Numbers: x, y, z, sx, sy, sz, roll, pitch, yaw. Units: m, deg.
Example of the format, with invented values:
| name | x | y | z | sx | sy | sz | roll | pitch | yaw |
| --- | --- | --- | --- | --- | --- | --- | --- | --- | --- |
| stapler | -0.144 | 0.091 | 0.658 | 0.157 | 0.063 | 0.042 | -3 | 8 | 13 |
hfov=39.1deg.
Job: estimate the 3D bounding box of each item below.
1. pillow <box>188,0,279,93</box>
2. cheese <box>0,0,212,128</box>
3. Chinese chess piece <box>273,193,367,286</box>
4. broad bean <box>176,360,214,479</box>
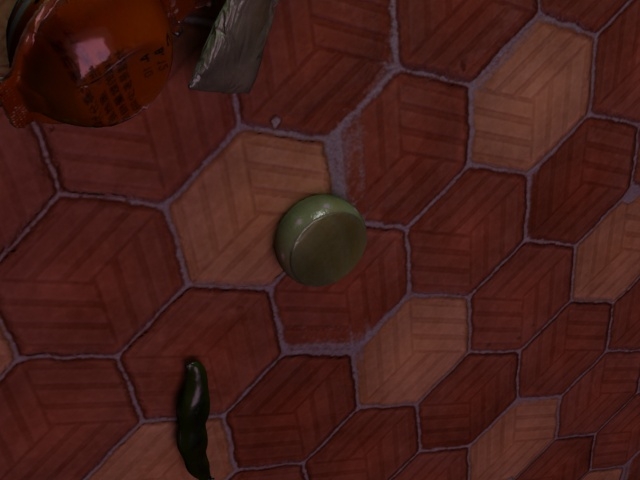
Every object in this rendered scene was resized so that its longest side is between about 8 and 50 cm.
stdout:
| name | x | y | z | sx | sy | sz | roll | pitch | yaw |
| --- | --- | --- | --- | --- | --- | --- | --- | --- | --- |
| pillow | -0.081 | -0.278 | 1.059 | 0.230 | 0.050 | 0.148 | -66 | 172 | 18 |
| cheese | -0.210 | -0.236 | 0.981 | 0.329 | 0.129 | 0.217 | -43 | 162 | -18 |
| Chinese chess piece | 0.000 | 0.000 | 1.352 | 0.144 | 0.058 | 0.144 | -18 | 128 | -24 |
| broad bean | -0.205 | 0.309 | 1.452 | 0.060 | 0.043 | 0.297 | -24 | 134 | -32 |
